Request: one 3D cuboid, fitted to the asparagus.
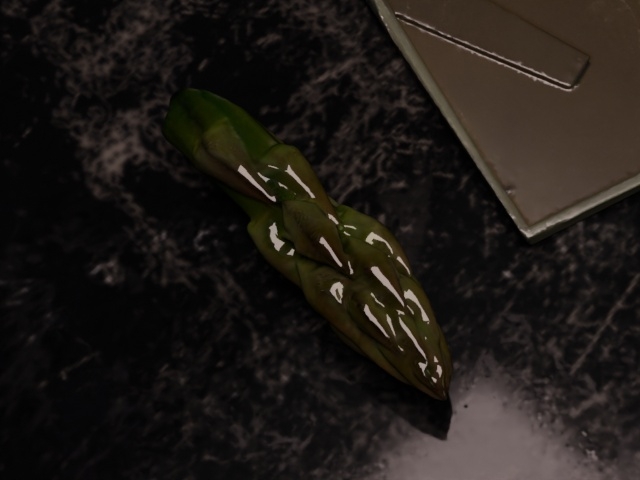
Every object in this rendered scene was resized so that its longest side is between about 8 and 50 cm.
[{"bbox_3d":[0.000,0.000,1.164,0.080,0.080,0.287,-35,64,-12],"label":"asparagus"}]

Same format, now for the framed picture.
[{"bbox_3d":[0.164,-0.138,1.243,0.189,0.023,0.260,-27,65,-8],"label":"framed picture"}]
